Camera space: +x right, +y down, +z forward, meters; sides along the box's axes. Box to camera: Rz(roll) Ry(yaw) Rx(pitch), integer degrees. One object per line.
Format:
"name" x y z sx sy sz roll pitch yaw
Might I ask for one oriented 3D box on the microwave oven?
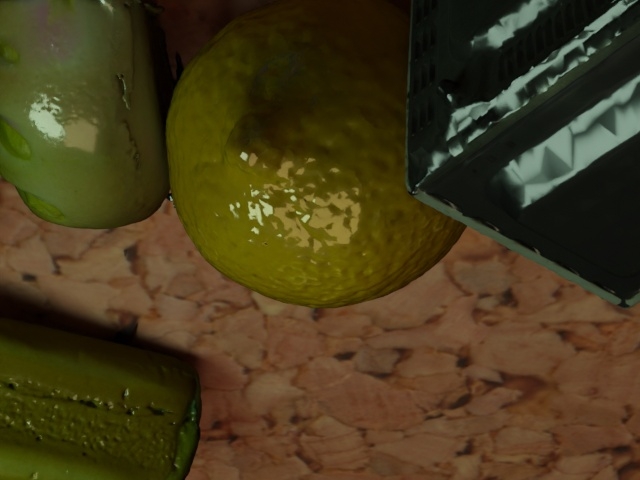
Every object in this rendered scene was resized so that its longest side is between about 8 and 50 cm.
"microwave oven" 0.226 -0.168 0.864 0.219 0.286 0.355 27 140 -26

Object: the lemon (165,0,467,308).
"lemon" 0.004 -0.063 1.033 0.229 0.228 0.253 1 -179 2

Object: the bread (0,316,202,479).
"bread" -0.294 0.157 1.398 0.384 0.166 0.112 17 176 -30

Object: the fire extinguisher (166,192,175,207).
"fire extinguisher" -0.052 -0.050 1.227 0.173 0.035 0.049 -5 145 5

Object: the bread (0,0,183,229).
"bread" -0.185 -0.092 1.081 0.158 0.156 0.260 -1 141 2
